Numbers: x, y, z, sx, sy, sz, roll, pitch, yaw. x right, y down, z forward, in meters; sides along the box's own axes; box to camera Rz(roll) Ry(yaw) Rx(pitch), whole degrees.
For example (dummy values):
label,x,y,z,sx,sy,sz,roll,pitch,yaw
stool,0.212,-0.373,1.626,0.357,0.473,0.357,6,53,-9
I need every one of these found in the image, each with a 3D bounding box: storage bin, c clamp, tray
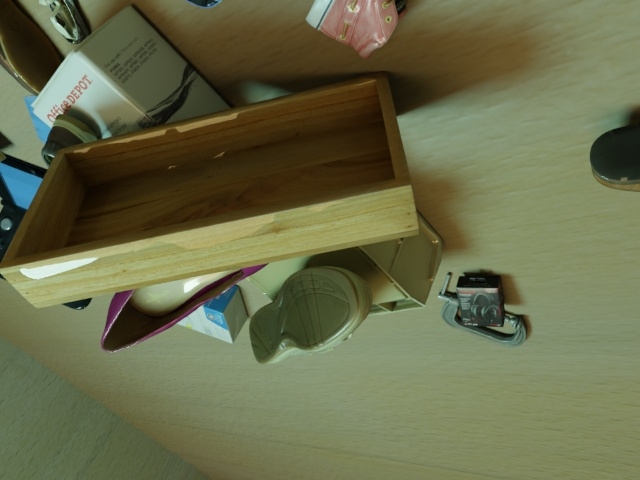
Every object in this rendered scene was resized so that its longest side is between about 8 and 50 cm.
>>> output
label,x,y,z,sx,sy,sz,roll,pitch,yaw
storage bin,0.000,0.000,0.831,0.260,0.123,0.262,44,143,-24
c clamp,0.260,0.124,0.905,0.161,0.022,0.137,22,146,8
tray,-0.114,-0.058,0.615,0.412,0.202,0.076,-12,135,9

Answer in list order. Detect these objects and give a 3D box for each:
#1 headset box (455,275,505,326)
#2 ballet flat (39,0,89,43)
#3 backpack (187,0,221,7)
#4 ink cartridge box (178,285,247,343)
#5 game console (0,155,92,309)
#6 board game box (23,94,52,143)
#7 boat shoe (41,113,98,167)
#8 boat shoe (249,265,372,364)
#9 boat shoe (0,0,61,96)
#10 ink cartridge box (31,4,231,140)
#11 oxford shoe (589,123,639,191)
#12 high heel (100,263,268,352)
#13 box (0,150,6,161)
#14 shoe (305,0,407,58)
label,x,y,z,sx,sy,sz,roll,pitch,yaw
headset box,0.241,0.088,0.843,0.062,0.032,0.083,-1,123,26
ballet flat,-0.341,-0.307,0.729,0.041,0.041,0.114,11,143,23
backpack,-0.113,-0.296,0.545,0.105,0.084,0.114,30,141,-3
ink cartridge box,-0.289,0.133,1.245,0.231,0.078,0.134,16,144,16
game console,-0.611,-0.019,1.193,0.293,0.250,0.173,20,172,12
board game box,-0.417,-0.190,0.947,0.133,0.033,0.168,22,151,-2
boat shoe,-0.346,-0.083,0.798,0.080,0.073,0.223,27,150,6
boat shoe,-0.005,0.109,0.794,0.098,0.109,0.302,-3,159,-30
boat shoe,-0.450,-0.296,0.795,0.073,0.073,0.206,1,131,36
ink cartridge box,-0.235,-0.154,0.792,0.273,0.114,0.197,44,144,-24
oxford shoe,0.375,-0.077,0.535,0.213,0.075,0.076,5,170,26
high heel,-0.180,0.064,0.765,0.127,0.181,0.377,39,145,-17
box,-0.718,-0.221,1.088,0.165,0.021,0.201,-10,121,39
shoe,0.054,-0.246,0.522,0.081,0.063,0.178,32,151,-9
